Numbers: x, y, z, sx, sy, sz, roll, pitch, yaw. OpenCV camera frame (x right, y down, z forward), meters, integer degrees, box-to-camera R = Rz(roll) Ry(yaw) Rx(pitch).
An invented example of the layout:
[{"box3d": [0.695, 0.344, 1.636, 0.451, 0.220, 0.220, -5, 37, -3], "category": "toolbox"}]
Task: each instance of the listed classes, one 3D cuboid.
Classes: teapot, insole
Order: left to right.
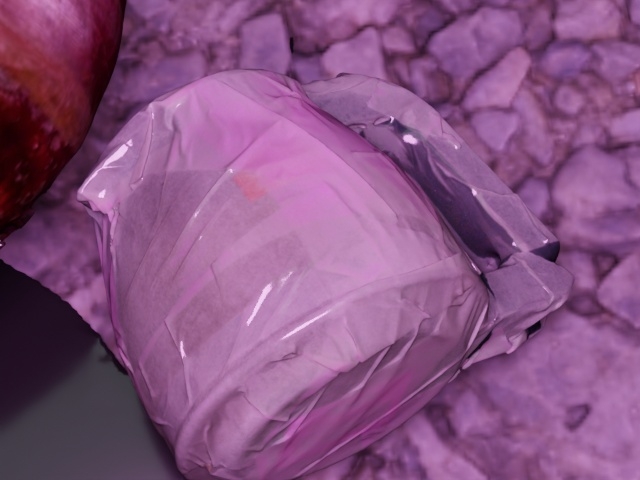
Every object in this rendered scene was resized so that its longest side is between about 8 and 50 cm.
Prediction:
[{"box3d": [-0.110, 0.108, 0.921, 0.322, 0.007, 0.109, 35, 76, 9], "category": "insole"}, {"box3d": [-0.002, -0.005, 0.883, 0.221, 0.163, 0.178, -28, 67, -10], "category": "teapot"}]

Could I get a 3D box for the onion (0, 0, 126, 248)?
[{"box3d": [-0.273, -0.146, 0.807, 0.347, 0.385, 0.348, -8, 56, 12], "category": "onion"}]
